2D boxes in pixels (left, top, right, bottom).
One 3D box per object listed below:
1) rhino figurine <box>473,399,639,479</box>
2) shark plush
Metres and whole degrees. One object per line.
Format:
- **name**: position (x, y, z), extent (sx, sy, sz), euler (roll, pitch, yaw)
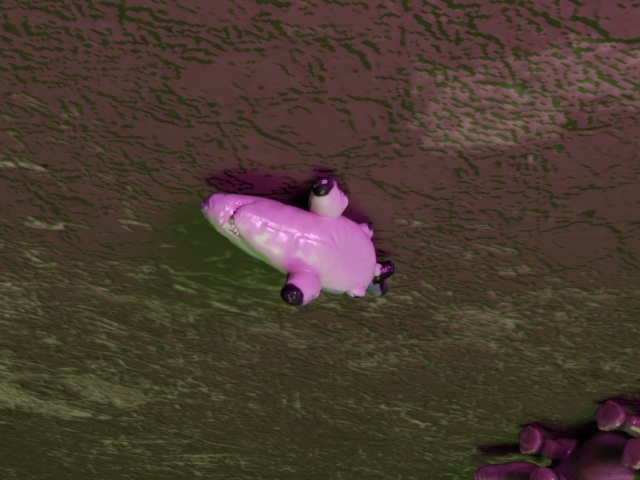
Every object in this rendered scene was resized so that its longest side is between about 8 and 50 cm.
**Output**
- **rhino figurine**: position (0.222, 0.202, 1.036), extent (0.106, 0.073, 0.243), euler (23, 149, -28)
- **shark plush**: position (0.000, 0.000, 0.721), extent (0.067, 0.073, 0.161), euler (10, -179, 34)
